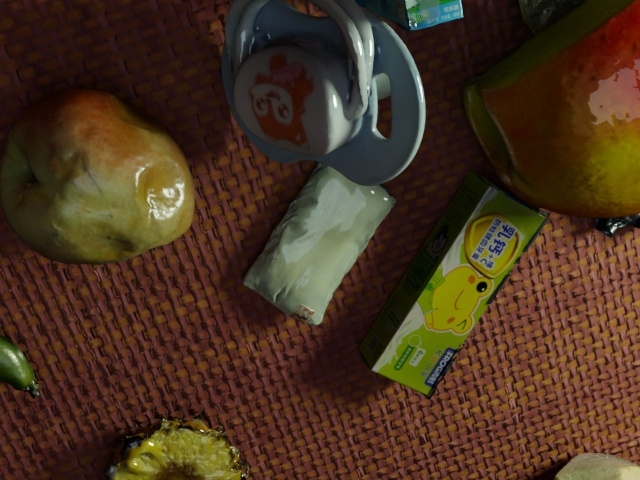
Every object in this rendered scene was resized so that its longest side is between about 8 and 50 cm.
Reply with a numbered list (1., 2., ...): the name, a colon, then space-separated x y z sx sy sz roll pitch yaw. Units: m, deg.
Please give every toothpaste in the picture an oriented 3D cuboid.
1. toothpaste: 0.186 0.066 1.318 0.110 0.077 0.327 26 103 -20
2. toothpaste: 0.084 -0.288 1.044 0.065 0.266 0.050 -17 114 -7

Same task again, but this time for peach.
1. peach: 0.408 -0.174 1.172 0.380 0.242 0.306 -31 112 -1
2. peach: -0.258 -0.065 1.098 0.236 0.214 0.214 16 107 -38

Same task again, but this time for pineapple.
1. pineapple: -0.210 0.337 1.327 0.225 0.076 0.224 -4 110 -11

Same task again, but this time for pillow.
1. pillow: 0.000 0.000 1.259 0.128 0.051 0.229 29 101 -15

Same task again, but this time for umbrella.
1. umbrella: 0.521 -0.050 1.364 0.224 0.071 0.080 -10 141 -16

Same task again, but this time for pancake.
1. pancake: 0.329 -0.338 1.221 0.152 0.025 0.151 -5 113 -11

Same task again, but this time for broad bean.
1. broad bean: -0.454 0.139 1.201 0.214 0.048 0.070 41 98 -21

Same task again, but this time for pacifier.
1. pacifier: 0.023 -0.205 1.110 0.233 0.300 0.244 -29 128 -47

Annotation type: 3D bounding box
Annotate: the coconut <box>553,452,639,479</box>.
1. coconut: 0.459 0.463 1.467 0.233 0.233 0.245 2 118 -15
